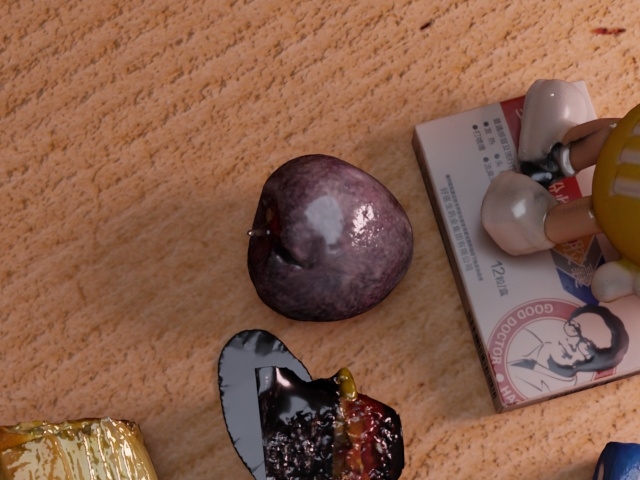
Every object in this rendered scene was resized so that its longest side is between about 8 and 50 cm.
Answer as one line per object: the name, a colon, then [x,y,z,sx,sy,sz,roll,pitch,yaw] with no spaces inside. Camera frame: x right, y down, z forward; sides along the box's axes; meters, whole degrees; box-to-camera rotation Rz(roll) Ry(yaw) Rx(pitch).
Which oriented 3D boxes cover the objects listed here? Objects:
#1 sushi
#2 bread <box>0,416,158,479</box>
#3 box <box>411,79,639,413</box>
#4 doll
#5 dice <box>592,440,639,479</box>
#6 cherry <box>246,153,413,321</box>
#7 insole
sushi: [0.013,0.226,1.411,0.150,0.153,0.172,-6,77,-4]
bread: [-0.307,0.269,1.407,0.250,0.179,0.133,-18,71,-3]
box: [0.258,0.004,1.516,0.214,0.069,0.353,-16,76,-2]
doll: [0.363,-0.080,1.353,0.423,0.161,0.348,-28,58,35]
dice: [0.364,0.295,1.392,0.146,0.143,0.146,10,79,4]
cherry: [0.010,0.004,1.470,0.195,0.195,0.195,-1,75,2]
insole: [-0.020,0.259,1.485,0.119,0.009,0.348,-29,75,-4]
